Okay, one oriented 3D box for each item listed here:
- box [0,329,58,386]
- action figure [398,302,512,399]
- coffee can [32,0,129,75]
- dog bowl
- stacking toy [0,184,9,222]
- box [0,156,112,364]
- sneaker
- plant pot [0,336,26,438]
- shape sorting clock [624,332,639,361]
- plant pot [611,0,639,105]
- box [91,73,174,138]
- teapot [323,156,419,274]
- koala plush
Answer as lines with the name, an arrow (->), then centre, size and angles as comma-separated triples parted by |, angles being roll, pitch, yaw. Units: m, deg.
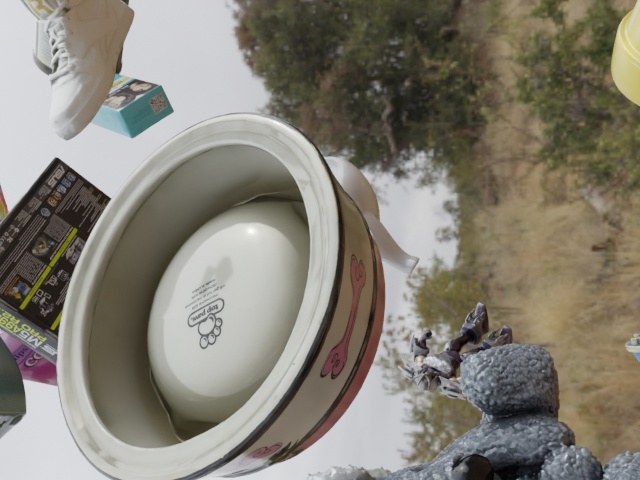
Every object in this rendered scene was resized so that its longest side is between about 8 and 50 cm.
box -> -0.580, 0.208, 1.672 | 0.243, 0.213, 0.117 | 35, -163, -55
action figure -> 0.287, 0.242, 1.589 | 0.285, 0.185, 0.099 | -26, -46, -40
coffee can -> -0.530, -0.517, 1.668 | 0.201, 0.201, 0.275 | -76, 6, -49
dog bowl -> -0.105, 0.071, 0.834 | 0.150, 0.408, 0.408 | 32, -124, -47
stacking toy -> -0.711, -0.045, 1.534 | 0.302, 0.166, 0.175 | 20, 124, 57
box -> -0.378, 0.034, 1.112 | 0.216, 0.060, 0.270 | 40, -140, -21
sneaker -> -0.393, -0.301, 1.127 | 0.169, 0.108, 0.292 | 41, -139, -41
plant pot -> -0.709, 0.288, 1.409 | 0.247, 0.252, 0.248 | -43, -11, -8
shape sorting clock -> 0.459, 0.102, 0.865 | 0.206, 0.206, 0.040 | 34, -139, -77
plant pot -> 0.609, -0.361, 1.186 | 0.239, 0.254, 0.254 | 79, -163, -46
box -> -0.393, -0.267, 1.450 | 0.100, 0.244, 0.060 | -40, -52, -25
teapot -> 0.000, 0.000, 1.232 | 0.187, 0.252, 0.256 | 51, -168, -29
koala plush -> 0.114, 0.219, 0.576 | 0.196, 0.221, 0.203 | 47, 129, 38
